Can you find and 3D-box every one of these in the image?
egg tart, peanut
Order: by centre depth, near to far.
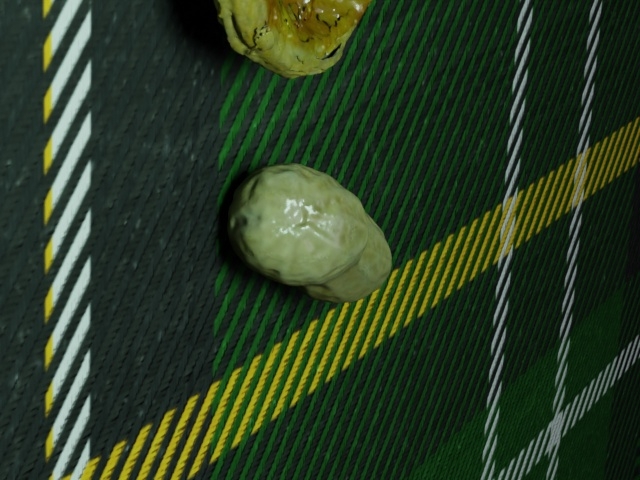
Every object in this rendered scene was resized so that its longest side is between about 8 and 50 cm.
[{"bbox_3d":[-0.033,-0.284,1.488,0.290,0.115,0.290,-37,134,-52],"label":"egg tart"},{"bbox_3d":[0.000,0.000,1.664,0.256,0.123,0.124,31,72,-61],"label":"peanut"}]
